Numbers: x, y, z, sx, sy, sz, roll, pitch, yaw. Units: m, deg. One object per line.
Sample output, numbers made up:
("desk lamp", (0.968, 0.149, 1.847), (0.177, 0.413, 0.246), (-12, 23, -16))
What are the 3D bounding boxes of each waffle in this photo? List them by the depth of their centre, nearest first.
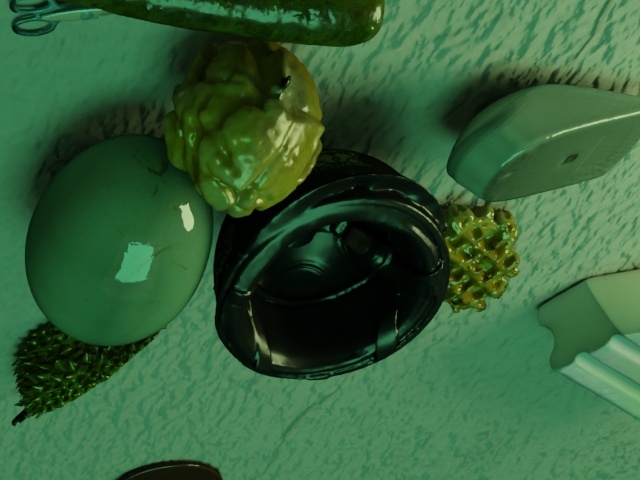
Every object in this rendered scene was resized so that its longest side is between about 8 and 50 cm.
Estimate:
("waffle", (0.137, 0.023, 2.050), (0.161, 0.046, 0.192), (-9, 146, -12))

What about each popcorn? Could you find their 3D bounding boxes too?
("popcorn", (-0.066, -0.104, 1.692), (0.152, 0.167, 0.148), (-20, 113, 41))

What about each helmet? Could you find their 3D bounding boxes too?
("helmet", (0.000, 0.000, 1.862), (0.231, 0.160, 0.279), (-4, 133, -16))

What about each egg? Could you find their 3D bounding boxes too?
("egg", (-0.186, 0.000, 1.780), (0.168, 0.168, 0.231), (5, 137, -27))

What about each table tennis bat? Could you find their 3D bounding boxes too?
("table tennis bat", (-0.215, 0.354, 2.419), (0.154, 0.021, 0.274), (2, 141, -24))

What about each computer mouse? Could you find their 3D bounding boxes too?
("computer mouse", (0.222, -0.103, 1.878), (0.231, 0.079, 0.128), (-9, 152, -37))

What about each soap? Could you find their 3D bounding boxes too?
("soap", (0.402, 0.124, 2.254), (0.173, 0.095, 0.289), (-32, 143, 25))

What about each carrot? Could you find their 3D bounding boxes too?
("carrot", (-0.113, -0.210, 1.593), (0.359, 0.074, 0.074), (4, 142, -24))

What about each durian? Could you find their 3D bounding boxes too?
("durian", (-0.266, 0.139, 2.040), (0.215, 0.086, 0.100), (-29, 158, 17))

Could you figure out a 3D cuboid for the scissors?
("scissors", (-0.204, -0.195, 1.628), (0.119, 0.014, 0.058), (-5, 150, -9))
